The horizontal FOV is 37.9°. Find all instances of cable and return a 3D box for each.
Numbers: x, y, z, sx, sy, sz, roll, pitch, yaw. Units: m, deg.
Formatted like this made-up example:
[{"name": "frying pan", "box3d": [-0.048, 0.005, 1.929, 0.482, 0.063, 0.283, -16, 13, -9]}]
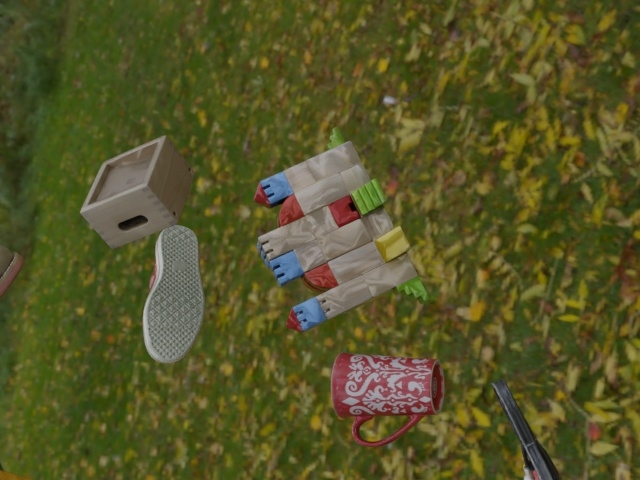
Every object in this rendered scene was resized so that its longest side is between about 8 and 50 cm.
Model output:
[{"name": "cable", "box3d": [0.378, 0.396, 1.717, 0.072, 0.287, 0.139, -29, 21, 10]}]

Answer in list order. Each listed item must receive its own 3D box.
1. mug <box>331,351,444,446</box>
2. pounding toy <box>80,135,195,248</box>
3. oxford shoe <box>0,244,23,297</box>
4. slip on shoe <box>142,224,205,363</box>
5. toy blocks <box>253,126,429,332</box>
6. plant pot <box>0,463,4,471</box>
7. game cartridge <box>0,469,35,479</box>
[{"name": "mug", "box3d": [0.118, 0.261, 1.567, 0.169, 0.113, 0.150, -3, 107, 21]}, {"name": "pounding toy", "box3d": [-0.244, -0.056, 1.249, 0.141, 0.100, 0.130, -20, 36, 23]}, {"name": "oxford shoe", "box3d": [-0.589, 0.096, 1.303, 0.140, 0.147, 0.397, -18, 19, 41]}, {"name": "slip on shoe", "box3d": [-0.300, 0.117, 1.893, 0.101, 0.123, 0.331, 114, 159, -43]}, {"name": "toy blocks", "box3d": [0.000, 0.000, 1.766, 0.191, 0.260, 0.382, 112, 133, -79]}, {"name": "plant pot", "box3d": [-0.475, 0.308, 1.052, 0.293, 0.196, 0.293, 156, 90, -89]}, {"name": "game cartridge", "box3d": [-0.094, 0.292, 0.507, 0.052, 0.323, 0.285, -41, 34, 36]}]
